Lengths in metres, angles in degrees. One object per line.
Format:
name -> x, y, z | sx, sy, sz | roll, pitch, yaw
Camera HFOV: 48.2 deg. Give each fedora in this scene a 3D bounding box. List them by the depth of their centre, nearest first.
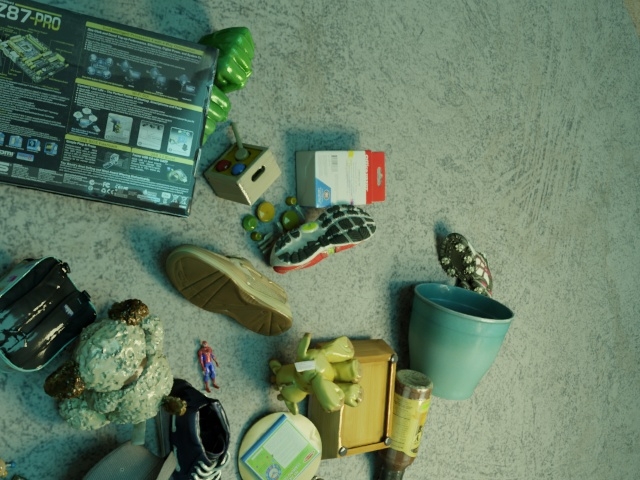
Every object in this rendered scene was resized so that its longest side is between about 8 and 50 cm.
fedora -> -0.402, 0.486, 1.357 | 0.124, 0.244, 0.275 | 42, 67, -2

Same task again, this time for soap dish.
soap dish -> 0.083, 0.399, 1.797 | 0.228, 0.118, 0.291 | 3, 90, -40

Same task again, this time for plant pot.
plant pot -> 0.354, 0.280, 1.940 | 0.271, 0.271, 0.255 | 3, 106, -40

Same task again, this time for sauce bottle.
sauce bottle -> 0.211, 0.512, 1.889 | 0.111, 0.111, 0.345 | -6, 115, -40

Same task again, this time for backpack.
backpack -> -0.514, 0.136, 1.244 | 0.166, 0.144, 0.188 | 64, 34, -26

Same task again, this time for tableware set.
tableware set -> -0.109, -0.049, 1.662 | 0.154, 0.024, 0.104 | -40, 114, -29

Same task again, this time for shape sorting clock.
shape sorting clock -> -0.094, 0.503, 1.684 | 0.206, 0.040, 0.206 | 0, 90, -19

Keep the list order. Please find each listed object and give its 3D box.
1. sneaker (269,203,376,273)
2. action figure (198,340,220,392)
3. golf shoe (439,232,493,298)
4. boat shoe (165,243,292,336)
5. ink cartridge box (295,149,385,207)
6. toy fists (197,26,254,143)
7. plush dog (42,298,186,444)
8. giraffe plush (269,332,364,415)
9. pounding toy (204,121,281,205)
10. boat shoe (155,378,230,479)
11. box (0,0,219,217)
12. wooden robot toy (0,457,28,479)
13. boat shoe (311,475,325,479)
sneaker -> 0.000, 0.000, 1.694 | 0.278, 0.118, 0.107 | -20, 72, -24
action figure -> -0.244, 0.274, 1.569 | 0.038, 0.030, 0.115 | -17, 103, -33
golf shoe -> 0.429, 0.066, 2.092 | 0.273, 0.105, 0.120 | 60, 42, -33
boat shoe -> -0.196, 0.093, 1.553 | 0.341, 0.121, 0.110 | 40, 32, -38
ink cartridge box -> 0.053, -0.153, 1.752 | 0.231, 0.078, 0.134 | -6, 98, -40
toy fists -> -0.224, -0.315, 1.462 | 0.096, 0.142, 0.279 | 39, 70, -35
plush dog -> -0.368, 0.234, 1.313 | 0.262, 0.210, 0.225 | -54, 145, -22
giraffe plush -> -0.026, 0.320, 1.647 | 0.210, 0.170, 0.182 | 20, 53, -34
pounding toy -> -0.170, -0.167, 1.542 | 0.141, 0.130, 0.100 | -50, 134, -25
boat shoe -> -0.251, 0.467, 1.492 | 0.127, 0.158, 0.341 | -22, 107, -37
box -> -0.402, -0.228, 1.268 | 0.394, 0.097, 0.319 | 10, 89, -19
wooden robot toy -> -0.581, 0.409, 1.260 | 0.076, 0.079, 0.173 | -48, 121, -27
boat shoe -> -0.007, 0.695, 1.778 | 0.075, 0.065, 0.206 | 15, 84, -40
